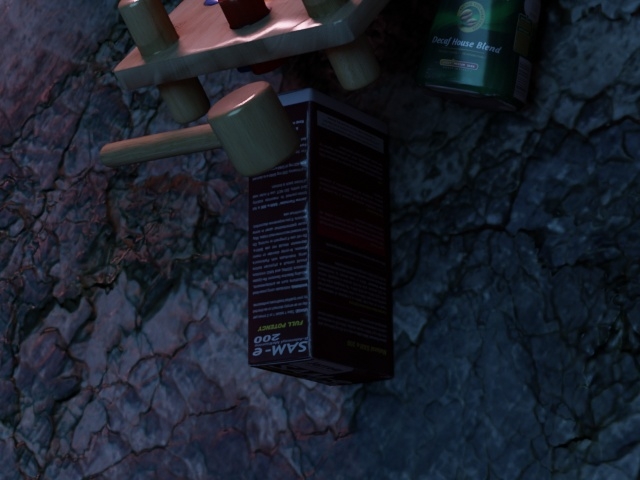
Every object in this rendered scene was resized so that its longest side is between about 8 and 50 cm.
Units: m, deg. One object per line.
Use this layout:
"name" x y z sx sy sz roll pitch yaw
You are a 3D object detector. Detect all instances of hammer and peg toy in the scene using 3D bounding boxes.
"hammer and peg toy" -0.055 -0.193 1.501 0.266 0.127 0.361 -7 30 35

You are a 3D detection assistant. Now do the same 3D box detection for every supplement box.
"supplement box" 0.000 0.000 1.534 0.073 0.130 0.239 -10 72 33

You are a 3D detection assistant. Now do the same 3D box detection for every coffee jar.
"coffee jar" 0.148 -0.209 1.506 0.096 0.079 0.184 11 86 31
